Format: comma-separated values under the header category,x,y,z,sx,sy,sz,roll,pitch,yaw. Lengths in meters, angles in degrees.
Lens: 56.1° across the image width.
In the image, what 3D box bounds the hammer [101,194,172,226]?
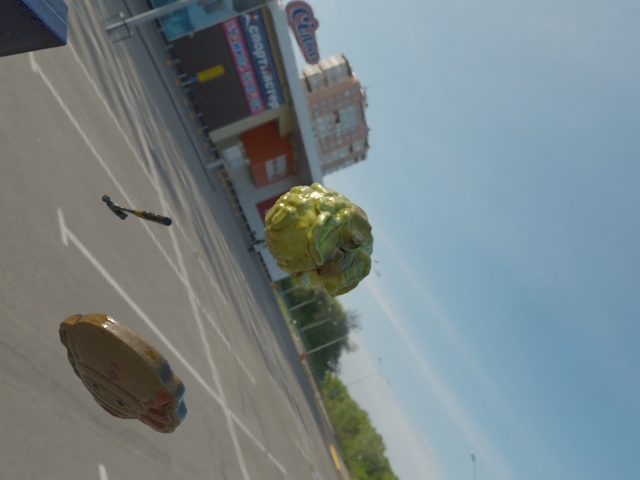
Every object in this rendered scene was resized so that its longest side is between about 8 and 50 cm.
category,x,y,z,sx,sy,sz,roll,pitch,yaw
hammer,-0.437,-0.063,1.447,0.201,0.021,0.078,15,-29,27

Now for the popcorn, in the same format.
category,x,y,z,sx,sy,sz,roll,pitch,yaw
popcorn,0.005,0.002,1.139,0.235,0.181,0.217,48,-14,-25

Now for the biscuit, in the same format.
category,x,y,z,sx,sy,sz,roll,pitch,yaw
biscuit,-0.477,0.333,1.446,0.359,0.074,0.381,33,-47,7

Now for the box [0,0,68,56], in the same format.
category,x,y,z,sx,sy,sz,roll,pitch,yaw
box,-0.683,-0.465,1.153,0.261,0.279,0.116,59,24,-71
